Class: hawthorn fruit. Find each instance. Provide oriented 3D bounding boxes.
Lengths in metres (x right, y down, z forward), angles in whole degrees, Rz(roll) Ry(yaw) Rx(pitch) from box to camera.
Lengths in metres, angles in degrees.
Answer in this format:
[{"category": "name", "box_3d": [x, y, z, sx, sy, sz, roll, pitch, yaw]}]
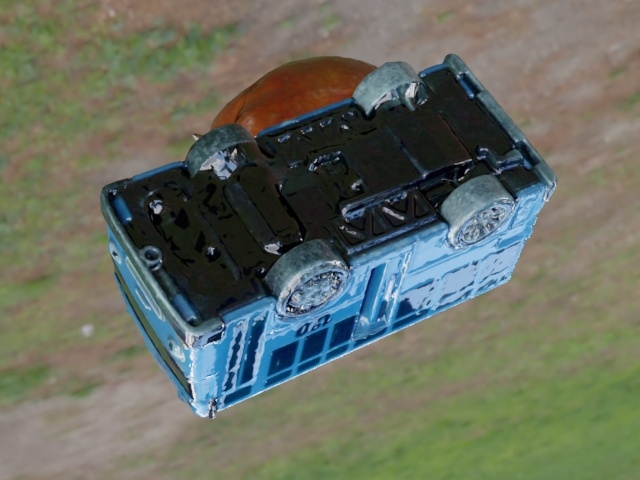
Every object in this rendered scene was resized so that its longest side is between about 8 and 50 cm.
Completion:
[{"category": "hawthorn fruit", "box_3d": [-0.006, -0.060, 1.215, 0.179, 0.173, 0.173, -32, 172, -25]}]

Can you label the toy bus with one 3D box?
[{"category": "toy bus", "box_3d": [0.000, 0.000, 0.671, 0.185, 0.090, 0.106, -22, 152, -23]}]
